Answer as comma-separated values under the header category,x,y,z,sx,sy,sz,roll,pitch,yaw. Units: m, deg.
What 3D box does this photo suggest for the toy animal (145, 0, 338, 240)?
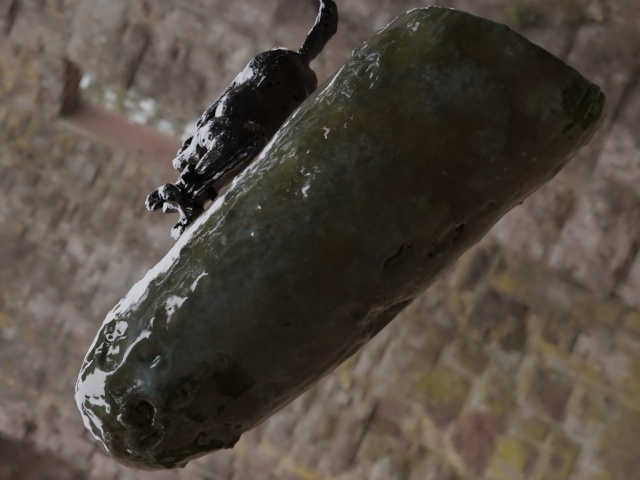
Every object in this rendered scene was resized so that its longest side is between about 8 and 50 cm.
category,x,y,z,sx,sy,sz,roll,pitch,yaw
toy animal,-0.052,-0.083,1.324,0.233,0.084,0.148,-51,7,-21

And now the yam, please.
category,x,y,z,sx,sy,sz,roll,pitch,yaw
yam,0.000,0.000,0.926,0.330,0.133,0.133,-44,-13,-4
